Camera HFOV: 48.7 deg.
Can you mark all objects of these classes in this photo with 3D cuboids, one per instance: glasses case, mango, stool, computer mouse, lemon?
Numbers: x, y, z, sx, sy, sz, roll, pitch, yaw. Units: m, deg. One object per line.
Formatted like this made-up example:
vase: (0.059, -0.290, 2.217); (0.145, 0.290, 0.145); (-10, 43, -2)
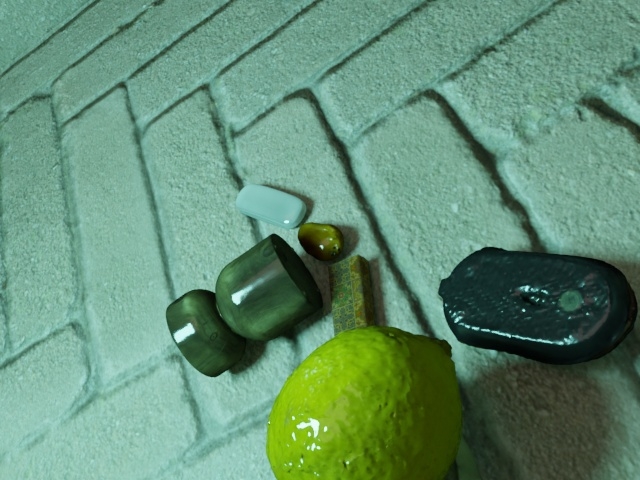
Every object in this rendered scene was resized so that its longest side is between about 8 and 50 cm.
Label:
glasses case: (0.065, 0.138, 1.356); (0.075, 0.049, 0.218); (-23, 53, 26)
mango: (0.000, 0.000, 1.469); (0.127, 0.063, 0.077); (24, 83, 44)
stool: (-0.149, 0.129, 1.408); (0.264, 0.179, 0.179); (-35, 51, 10)
glasses case: (-0.114, -0.078, 1.591); (0.193, 0.049, 0.074); (19, 74, 37)
computer mouse: (0.350, 0.106, 1.159); (0.323, 0.116, 0.182); (8, 69, 42)
lemon: (0.067, 0.259, 1.010); (0.268, 0.268, 0.322); (27, 59, 39)

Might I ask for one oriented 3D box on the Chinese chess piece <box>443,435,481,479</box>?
Chinese chess piece: (0.121, 0.396, 1.132); (0.270, 0.112, 0.270); (-16, 55, 24)
